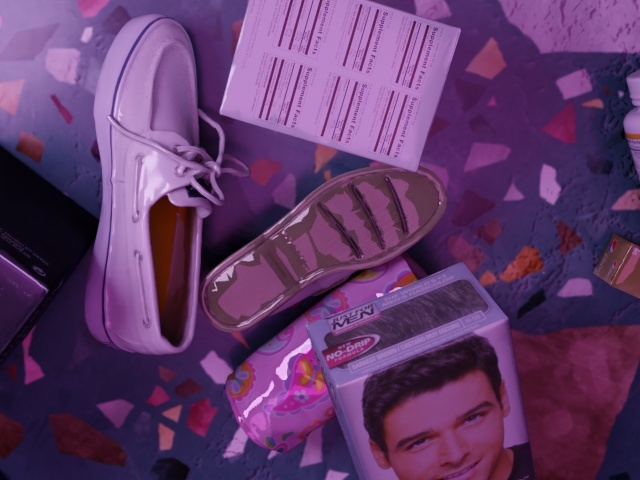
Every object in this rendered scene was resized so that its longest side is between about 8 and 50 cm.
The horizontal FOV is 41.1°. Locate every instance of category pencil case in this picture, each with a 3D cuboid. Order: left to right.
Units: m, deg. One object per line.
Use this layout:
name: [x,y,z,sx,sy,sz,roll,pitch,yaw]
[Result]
pencil case: [0.020,0.133,1.010,0.284,0.124,0.124,-39,101,6]

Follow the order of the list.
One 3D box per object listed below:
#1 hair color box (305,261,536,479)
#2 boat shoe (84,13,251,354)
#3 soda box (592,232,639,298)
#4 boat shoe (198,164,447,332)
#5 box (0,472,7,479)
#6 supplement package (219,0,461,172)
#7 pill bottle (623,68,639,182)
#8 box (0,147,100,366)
hair color box: [0.129,0.227,0.962,0.185,0.114,0.375,-22,124,-6]
boat shoe: [-0.153,-0.057,0.900,0.156,0.135,0.367,6,88,35]
soda box: [0.432,0.058,1.044,0.181,0.061,0.058,24,100,-8]
boat shoe: [0.000,0.000,0.985,0.302,0.103,0.113,-27,92,3]
box: [-0.381,0.370,1.060,0.054,0.059,0.169,-32,102,2]
supplement package: [0.014,-0.180,0.901,0.203,0.194,0.149,16,100,-7]
pill bottle: [0.423,-0.098,0.983,0.117,0.117,0.215,-21,102,1]
box: [-0.398,0.072,0.878,0.182,0.294,0.296,38,97,-12]
